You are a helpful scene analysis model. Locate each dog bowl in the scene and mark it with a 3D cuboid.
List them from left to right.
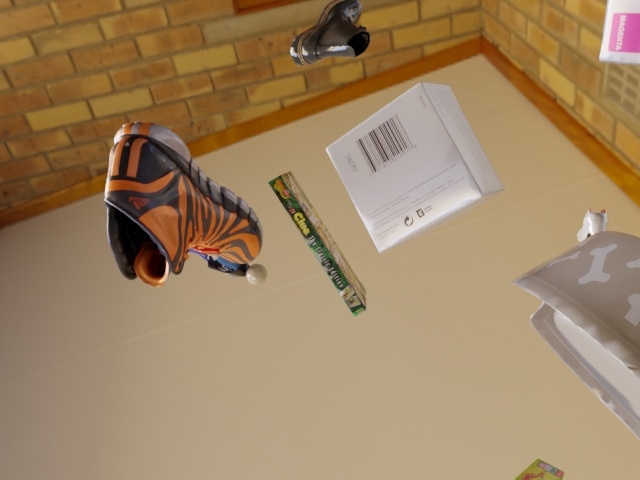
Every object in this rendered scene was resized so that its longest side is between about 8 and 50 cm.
[{"bbox_3d":[0.331,0.133,0.577,0.102,0.349,0.349,-44,-138,3],"label":"dog bowl"}]

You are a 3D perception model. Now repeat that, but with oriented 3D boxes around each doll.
[{"bbox_3d":[-0.179,0.030,1.114,0.188,0.129,0.046,25,-104,12],"label":"doll"}]

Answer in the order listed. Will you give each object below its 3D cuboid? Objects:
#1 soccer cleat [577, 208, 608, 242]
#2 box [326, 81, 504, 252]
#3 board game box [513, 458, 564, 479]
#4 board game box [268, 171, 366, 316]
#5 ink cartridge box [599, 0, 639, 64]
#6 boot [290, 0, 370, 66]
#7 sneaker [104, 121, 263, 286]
[{"bbox_3d":[0.609,-0.004,1.423,0.068,0.196,0.076,2,-110,22],"label":"soccer cleat"},{"bbox_3d":[0.138,-0.105,0.932,0.181,0.182,0.119,-31,173,32],"label":"box"},{"bbox_3d":[0.286,0.412,0.903,0.043,0.182,0.092,21,-165,36],"label":"board game box"},{"bbox_3d":[0.000,0.000,1.085,0.030,0.260,0.136,-32,-174,6],"label":"board game box"},{"bbox_3d":[0.416,-0.311,0.698,0.311,0.186,0.065,-25,-147,-38],"label":"ink cartridge box"},{"bbox_3d":[0.056,-0.377,1.147,0.137,0.077,0.198,9,-127,41],"label":"boot"},{"bbox_3d":[-0.195,-0.003,0.894,0.124,0.321,0.180,-9,-122,26],"label":"sneaker"}]
